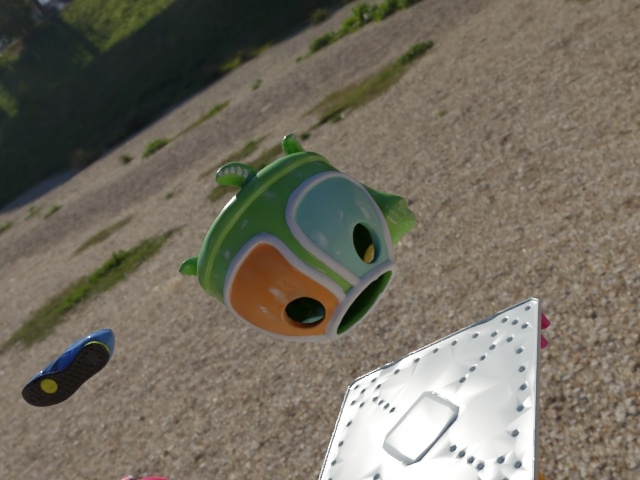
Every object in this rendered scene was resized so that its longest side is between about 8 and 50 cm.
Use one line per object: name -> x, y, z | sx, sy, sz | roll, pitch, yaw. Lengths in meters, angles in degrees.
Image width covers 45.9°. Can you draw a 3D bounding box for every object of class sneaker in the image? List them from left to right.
sneaker -> -0.471, 0.240, 1.431 | 0.209, 0.069, 0.082 | -36, 20, 11

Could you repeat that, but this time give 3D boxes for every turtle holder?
turtle holder -> -0.012, 0.015, 1.045 | 0.243, 0.227, 0.320 | -57, -19, 11

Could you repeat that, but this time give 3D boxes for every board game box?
board game box -> 0.160, 0.289, 1.111 | 0.390, 0.050, 0.390 | -32, 19, 32

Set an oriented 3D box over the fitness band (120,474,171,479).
fitness band -> -0.358, 0.554, 1.360 | 0.291, 0.209, 0.054 | -33, 22, -32
